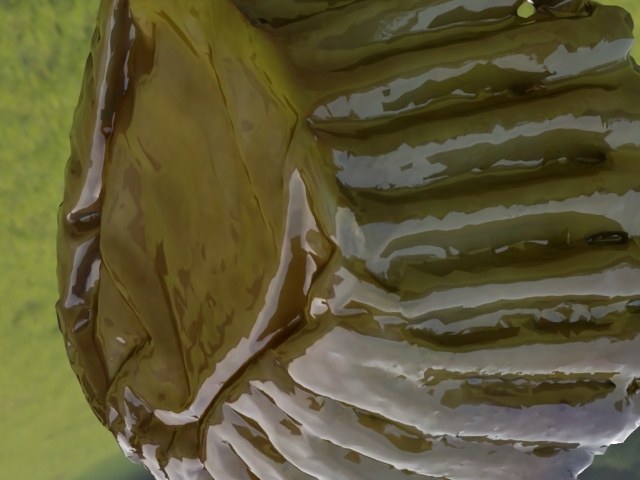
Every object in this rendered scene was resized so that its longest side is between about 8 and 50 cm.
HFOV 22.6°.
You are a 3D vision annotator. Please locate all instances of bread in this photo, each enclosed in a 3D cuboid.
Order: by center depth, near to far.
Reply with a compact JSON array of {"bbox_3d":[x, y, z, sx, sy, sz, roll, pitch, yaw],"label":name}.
[{"bbox_3d":[0.000,0.000,0.575,0.149,0.274,0.274,-14,169,-31],"label":"bread"}]
